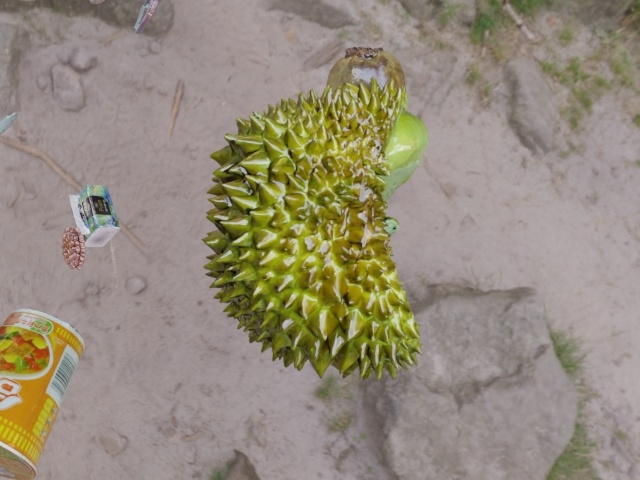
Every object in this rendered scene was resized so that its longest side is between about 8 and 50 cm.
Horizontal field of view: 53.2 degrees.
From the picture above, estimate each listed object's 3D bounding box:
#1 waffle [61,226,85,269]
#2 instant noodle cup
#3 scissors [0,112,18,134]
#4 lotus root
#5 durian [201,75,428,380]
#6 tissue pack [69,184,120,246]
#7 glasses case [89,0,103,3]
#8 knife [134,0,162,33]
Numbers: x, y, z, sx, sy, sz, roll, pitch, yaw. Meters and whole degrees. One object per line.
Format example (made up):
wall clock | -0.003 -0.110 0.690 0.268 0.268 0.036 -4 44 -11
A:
waffle | -0.477 0.016 1.234 0.029 0.075 0.083 -5 126 -41
instant noodle cup | -0.411 0.196 0.854 0.168 0.168 0.185 32 48 -17
scissors | -0.704 -0.116 1.192 0.256 0.383 0.029 29 24 -41
lotus root | 0.078 -0.236 1.123 0.138 0.138 0.214 1 92 -25
durian | -0.001 -0.003 0.508 0.200 0.177 0.237 -58 144 -57
tissue pack | -0.495 -0.053 1.374 0.079 0.085 0.111 4 56 -49
glasses case | -0.523 -0.585 1.520 0.032 0.083 0.021 -24 99 -41
knife | -0.311 -0.548 1.263 0.053 0.278 0.123 13 52 -21
